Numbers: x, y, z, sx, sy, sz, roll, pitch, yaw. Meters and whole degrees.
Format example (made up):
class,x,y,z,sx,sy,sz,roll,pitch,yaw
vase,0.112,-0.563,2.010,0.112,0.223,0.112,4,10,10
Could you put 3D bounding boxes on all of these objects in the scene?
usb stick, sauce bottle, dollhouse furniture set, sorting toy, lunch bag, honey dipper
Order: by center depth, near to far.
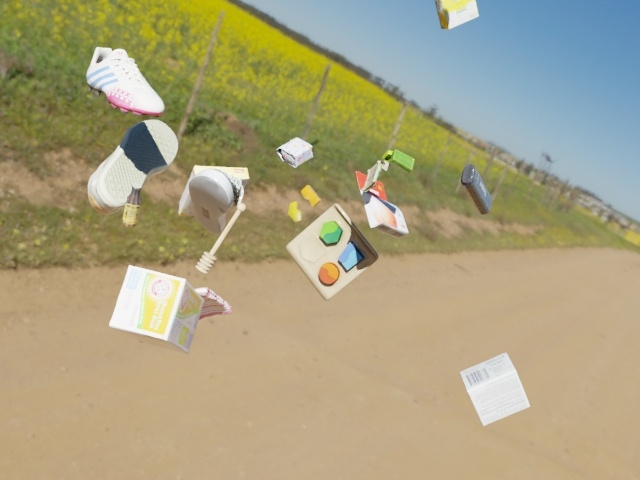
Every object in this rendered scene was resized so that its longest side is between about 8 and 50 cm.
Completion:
class,x,y,z,sx,sy,sz,roll,pitch,yaw
honey dipper,-0.197,-0.006,1.423,0.030,0.161,0.030,33,3,-2
dollhouse furniture set,0.173,-0.174,1.800,0.058,0.151,0.076,28,55,-16
sauce bottle,-0.504,-0.096,1.894,0.042,0.128,0.042,13,35,-9
lunch bag,-0.073,-0.251,1.997,0.071,0.053,0.083,-35,52,-29
sorting toy,0.000,0.000,2.116,0.307,0.229,0.041,52,20,9
usb stick,0.487,-0.155,2.195,0.045,0.077,0.278,10,-13,27

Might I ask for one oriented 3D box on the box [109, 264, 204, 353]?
class,x,y,z,sx,sy,sz,roll,pitch,yaw
box,-0.288,0.129,1.272,0.103,0.114,0.203,14,-14,4

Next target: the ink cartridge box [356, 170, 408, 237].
class,x,y,z,sx,sy,sz,roll,pitch,yaw
ink cartridge box,0.171,-0.104,1.941,0.145,0.045,0.179,18,54,-51

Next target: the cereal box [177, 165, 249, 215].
class,x,y,z,sx,sy,sz,roll,pitch,yaw
cereal box,-0.345,-0.154,2.251,0.173,0.240,0.047,0,62,-26

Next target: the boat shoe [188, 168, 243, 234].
class,x,y,z,sx,sy,sz,roll,pitch,yaw
boat shoe,-0.237,-0.112,1.682,0.113,0.105,0.306,31,-21,7

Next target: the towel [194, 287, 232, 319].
class,x,y,z,sx,sy,sz,roll,pitch,yaw
towel,-0.347,0.184,1.975,0.197,0.144,0.029,56,22,-63

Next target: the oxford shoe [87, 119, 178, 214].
class,x,y,z,sx,sy,sz,roll,pitch,yaw
oxford shoe,-0.577,-0.231,2.162,0.169,0.130,0.449,47,36,-19

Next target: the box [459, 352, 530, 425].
class,x,y,z,sx,sy,sz,roll,pitch,yaw
box,0.422,0.361,1.710,0.072,0.126,0.137,-105,169,-58

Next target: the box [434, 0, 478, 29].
class,x,y,z,sx,sy,sz,roll,pitch,yaw
box,0.350,-0.666,1.876,0.105,0.179,0.043,-26,27,-16

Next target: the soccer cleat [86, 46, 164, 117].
class,x,y,z,sx,sy,sz,roll,pitch,yaw
soccer cleat,-0.533,-0.437,1.913,0.331,0.143,0.116,30,22,36
